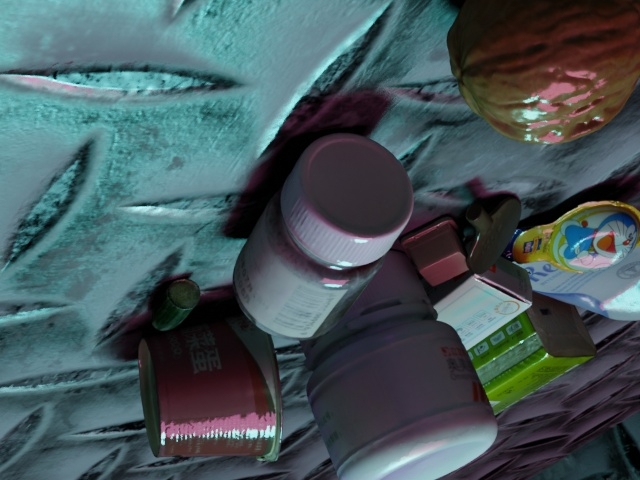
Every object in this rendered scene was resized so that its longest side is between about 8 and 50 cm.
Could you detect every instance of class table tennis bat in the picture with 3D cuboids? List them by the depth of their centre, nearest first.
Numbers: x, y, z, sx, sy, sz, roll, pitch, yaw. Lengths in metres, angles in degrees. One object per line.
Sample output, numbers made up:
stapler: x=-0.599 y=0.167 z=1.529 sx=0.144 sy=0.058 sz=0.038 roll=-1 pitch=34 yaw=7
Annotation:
table tennis bat: x=0.255 y=-0.016 z=1.965 sx=0.131 sy=0.022 sz=0.234 roll=-57 pitch=158 yaw=-1

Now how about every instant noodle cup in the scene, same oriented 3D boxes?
instant noodle cup: x=-0.167 y=0.221 z=1.927 sx=0.179 sy=0.234 sz=0.235 roll=-6 pitch=154 yaw=-17

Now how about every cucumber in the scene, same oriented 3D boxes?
cucumber: x=-0.206 y=0.096 z=1.810 sx=0.048 sy=0.048 sz=0.105 roll=-8 pitch=154 yaw=-33

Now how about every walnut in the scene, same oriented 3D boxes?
walnut: x=0.246 y=-0.202 z=1.377 sx=0.213 sy=0.213 sz=0.213 roll=-20 pitch=158 yaw=-8

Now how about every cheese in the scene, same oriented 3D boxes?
cheese: x=0.412 y=-0.002 z=2.132 sx=0.270 sy=0.069 sz=0.177 roll=-5 pitch=138 yaw=-5

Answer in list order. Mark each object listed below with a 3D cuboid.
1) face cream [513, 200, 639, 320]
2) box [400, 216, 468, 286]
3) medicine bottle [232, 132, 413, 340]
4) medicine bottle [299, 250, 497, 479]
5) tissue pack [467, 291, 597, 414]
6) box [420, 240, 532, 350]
face cream: x=0.500 y=0.041 z=2.332 sx=0.235 sy=0.137 sz=0.420 roll=-35 pitch=144 yaw=31
box: x=0.182 y=0.019 z=1.992 sx=0.089 sy=0.062 sz=0.122 roll=-27 pitch=157 yaw=9
medicine bottle: x=0.000 y=0.000 z=1.636 sx=0.165 sy=0.165 sz=0.273 roll=-11 pitch=154 yaw=-28
medicine bottle: x=0.101 y=0.203 z=1.989 sx=0.256 sy=0.324 sz=0.256 roll=-19 pitch=157 yaw=-8
tissue pack: x=0.344 y=0.215 z=2.466 sx=0.275 sy=0.167 sz=0.200 roll=-38 pitch=155 yaw=31
box: x=0.219 y=0.117 z=2.171 sx=0.135 sy=0.079 sz=0.269 roll=25 pitch=134 yaw=-27
